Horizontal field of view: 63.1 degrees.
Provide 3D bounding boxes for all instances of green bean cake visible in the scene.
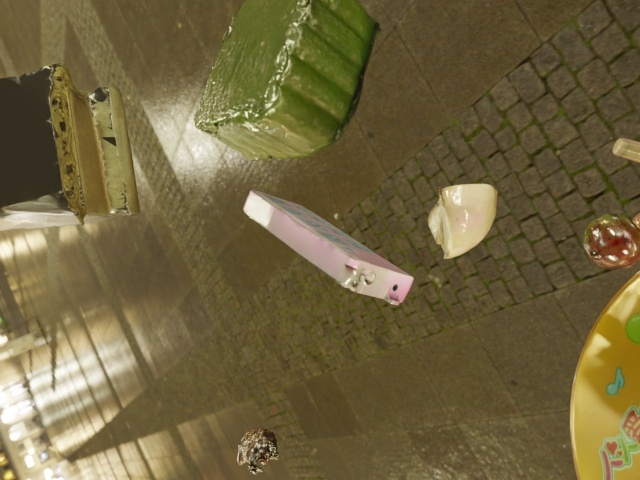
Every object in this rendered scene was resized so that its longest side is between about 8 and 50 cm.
[{"bbox_3d":[-0.068,-0.317,1.024,0.335,0.218,0.319,16,82,54],"label":"green bean cake"}]

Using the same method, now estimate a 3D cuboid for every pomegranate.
[{"bbox_3d":[0.676,0.001,1.164,0.129,0.159,0.130,-8,-90,-83],"label":"pomegranate"}]

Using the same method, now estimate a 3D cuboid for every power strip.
[{"bbox_3d":[0.000,0.000,0.676,0.279,0.109,0.038,35,104,49],"label":"power strip"}]

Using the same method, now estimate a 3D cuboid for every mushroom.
[{"bbox_3d":[0.392,-0.039,1.381,0.236,0.173,0.162,78,-175,-73],"label":"mushroom"}]

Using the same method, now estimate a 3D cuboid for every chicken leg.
[{"bbox_3d":[-0.158,0.509,1.273,0.063,0.105,0.234,43,154,-6],"label":"chicken leg"}]

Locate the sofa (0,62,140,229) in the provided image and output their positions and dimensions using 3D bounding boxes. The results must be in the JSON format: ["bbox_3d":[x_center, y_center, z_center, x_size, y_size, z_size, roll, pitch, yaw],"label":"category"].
[{"bbox_3d":[-0.388,-0.113,0.713,0.258,0.182,0.200,-6,97,10],"label":"sofa"}]

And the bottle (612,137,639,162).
[{"bbox_3d":[0.711,-0.199,1.167,0.096,0.045,0.045,19,133,6],"label":"bottle"}]

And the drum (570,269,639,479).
[{"bbox_3d":[0.468,0.198,0.481,0.431,0.214,0.432,-48,34,49],"label":"drum"}]
